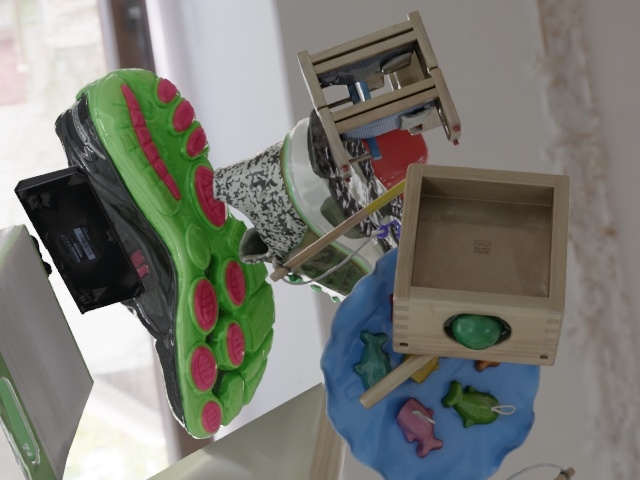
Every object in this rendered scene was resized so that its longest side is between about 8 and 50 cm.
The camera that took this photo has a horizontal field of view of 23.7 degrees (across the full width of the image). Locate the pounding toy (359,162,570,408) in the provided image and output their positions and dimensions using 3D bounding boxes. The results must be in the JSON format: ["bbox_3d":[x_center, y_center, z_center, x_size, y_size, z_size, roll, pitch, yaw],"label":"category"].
[{"bbox_3d":[0.097,0.036,1.031,0.130,0.141,0.100,5,146,5],"label":"pounding toy"}]

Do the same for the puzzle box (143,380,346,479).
[{"bbox_3d":[-0.143,0.348,1.757,0.409,0.052,0.272,-32,-152,30],"label":"puzzle box"}]

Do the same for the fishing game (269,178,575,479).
[{"bbox_3d":[0.089,0.092,1.094,0.189,0.264,0.041,-30,-173,-28],"label":"fishing game"}]

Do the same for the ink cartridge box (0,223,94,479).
[{"bbox_3d":[-0.252,0.110,1.242,0.056,0.171,0.235,-15,-157,9],"label":"ink cartridge box"}]

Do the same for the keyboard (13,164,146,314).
[{"bbox_3d":[-0.268,0.003,1.631,0.108,0.180,0.023,-17,-145,7],"label":"keyboard"}]

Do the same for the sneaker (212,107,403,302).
[{"bbox_3d":[0.000,0.000,1.810,0.182,0.158,0.410,-9,142,20],"label":"sneaker"}]

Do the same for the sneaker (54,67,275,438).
[{"bbox_3d":[-0.205,0.019,1.961,0.202,0.483,0.185,-10,-171,44],"label":"sneaker"}]

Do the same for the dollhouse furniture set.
[{"bbox_3d":[0.064,-0.130,1.575,0.129,0.129,0.183,-19,168,0],"label":"dollhouse furniture set"}]

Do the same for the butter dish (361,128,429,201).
[{"bbox_3d":[0.077,-0.084,1.982,0.160,0.118,0.160,-28,171,-40],"label":"butter dish"}]
